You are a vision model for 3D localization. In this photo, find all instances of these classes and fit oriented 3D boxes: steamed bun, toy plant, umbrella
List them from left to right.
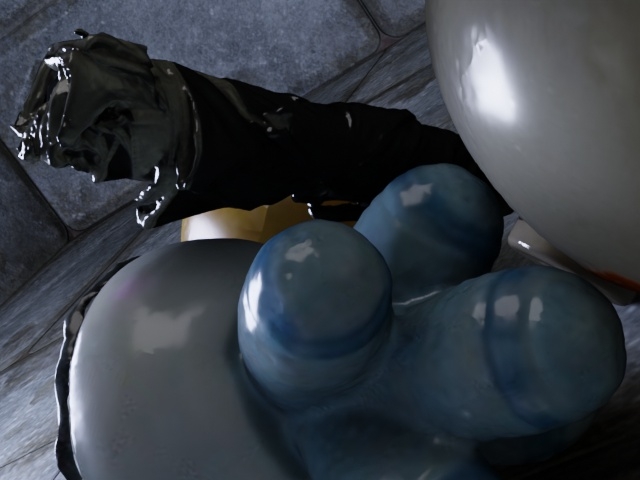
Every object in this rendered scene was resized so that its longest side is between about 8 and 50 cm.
[{"bbox_3d":[-0.016,-0.052,0.820,0.358,0.106,0.113,9,-9,-28],"label":"umbrella"},{"bbox_3d":[0.026,0.080,0.733,0.332,0.247,0.247,-19,20,45],"label":"toy plant"},{"bbox_3d":[0.234,-0.091,0.664,0.374,0.241,0.374,5,27,-2],"label":"steamed bun"}]

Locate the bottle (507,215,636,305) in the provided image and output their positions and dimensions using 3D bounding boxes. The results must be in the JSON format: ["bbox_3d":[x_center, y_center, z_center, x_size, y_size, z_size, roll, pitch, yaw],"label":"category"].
[{"bbox_3d":[0.214,-0.069,0.869,0.209,0.110,0.097,-62,8,0],"label":"bottle"}]

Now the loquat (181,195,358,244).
[{"bbox_3d":[0.000,0.000,1.077,0.235,0.235,0.235,-33,13,8],"label":"loquat"}]
